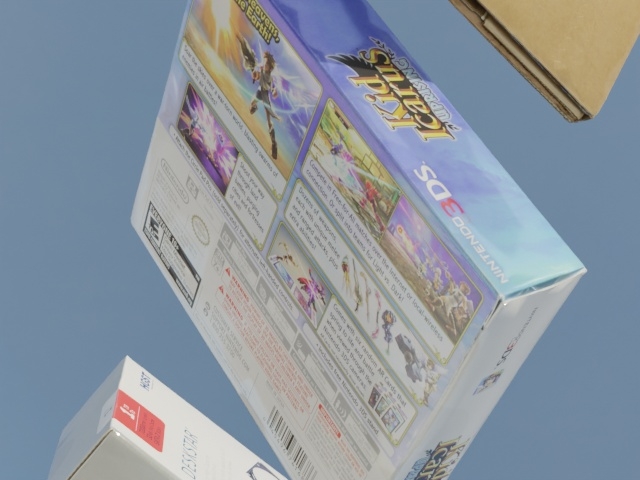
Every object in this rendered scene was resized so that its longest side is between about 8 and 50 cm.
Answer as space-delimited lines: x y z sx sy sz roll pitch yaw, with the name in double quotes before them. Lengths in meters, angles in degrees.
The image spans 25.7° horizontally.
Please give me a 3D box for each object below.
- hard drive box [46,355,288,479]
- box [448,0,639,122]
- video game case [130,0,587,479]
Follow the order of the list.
"hard drive box" -0.093 0.215 1.080 0.232 0.181 0.089 39 -83 -12
"box" 0.127 -0.189 0.724 0.164 0.201 0.021 40 -22 -24
"video game case" 0.000 0.000 0.767 0.269 0.061 0.244 55 -35 27
